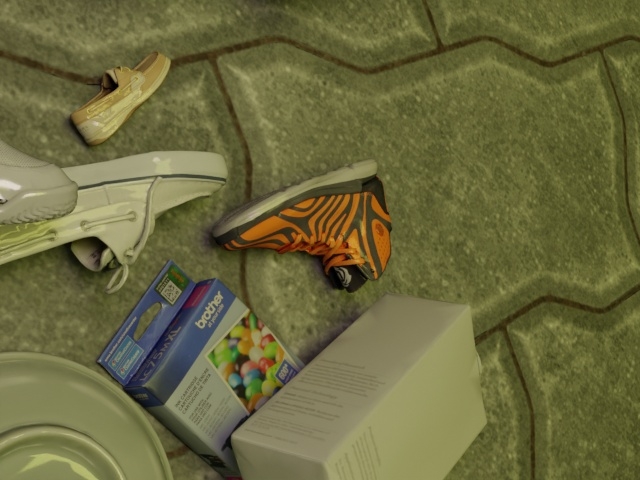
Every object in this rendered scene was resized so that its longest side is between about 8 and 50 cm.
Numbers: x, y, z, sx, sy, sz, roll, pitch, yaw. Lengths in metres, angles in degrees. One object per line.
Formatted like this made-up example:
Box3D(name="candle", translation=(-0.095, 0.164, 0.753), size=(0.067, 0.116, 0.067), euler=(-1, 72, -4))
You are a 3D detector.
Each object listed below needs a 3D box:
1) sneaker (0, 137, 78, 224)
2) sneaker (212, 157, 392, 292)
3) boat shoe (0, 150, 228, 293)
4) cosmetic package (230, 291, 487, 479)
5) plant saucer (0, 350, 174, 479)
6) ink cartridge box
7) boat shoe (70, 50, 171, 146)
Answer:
Box3D(name="sneaker", translation=(-0.405, -0.153, 0.945), size=(0.366, 0.137, 0.210), euler=(18, 102, -2))
Box3D(name="sneaker", translation=(0.000, 0.000, 1.370), size=(0.321, 0.124, 0.180), euler=(-22, 94, -40))
Box3D(name="boat shoe", translation=(-0.265, -0.013, 1.151), size=(0.367, 0.136, 0.156), euler=(-13, 89, -37))
Box3D(name="cosmetic package", translation=(0.071, 0.255, 1.294), size=(0.385, 0.156, 0.217), euler=(-37, 124, -47))
Box3D(name="plant saucer", translation=(-0.319, 0.314, 1.041), size=(0.400, 0.100, 0.400), euler=(12, 69, -34))
Box3D(name="ink cartridge box", translation=(-0.129, 0.188, 1.270), size=(0.311, 0.065, 0.186), euler=(46, 56, -21))
Box3D(name="boat shoe", translation=(-0.260, -0.198, 1.239), size=(0.059, 0.063, 0.170), euler=(51, 55, -27))
